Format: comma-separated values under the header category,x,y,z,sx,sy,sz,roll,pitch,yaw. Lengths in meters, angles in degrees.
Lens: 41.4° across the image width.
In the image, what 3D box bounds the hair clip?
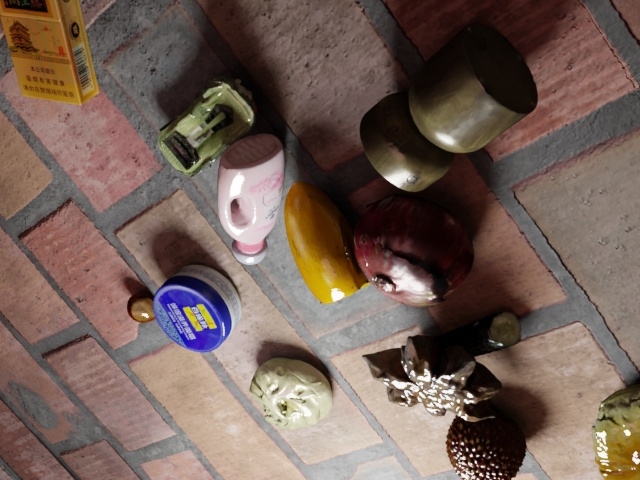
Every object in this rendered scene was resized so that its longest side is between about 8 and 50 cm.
category,x,y,z,sx,sy,sz,roll,pitch,yaw
hair clip,-0.224,-0.246,1.763,0.138,0.091,0.321,47,143,-12

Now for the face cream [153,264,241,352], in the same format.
category,x,y,z,sx,sy,sz,roll,pitch,yaw
face cream,-0.298,0.163,2.080,0.206,0.111,0.206,15,128,20

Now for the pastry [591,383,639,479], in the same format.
category,x,y,z,sx,sy,sz,roll,pitch,yaw
pastry,0.696,0.416,1.667,0.329,0.136,0.330,16,127,22

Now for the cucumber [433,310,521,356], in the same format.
category,x,y,z,sx,sy,sz,roll,pitch,yaw
cucumber,0.309,0.215,1.791,0.241,0.074,0.074,-27,106,42

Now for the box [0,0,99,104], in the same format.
category,x,y,z,sx,sy,sz,roll,pitch,yaw
box,-0.597,-0.443,1.843,0.174,0.076,0.274,11,127,22

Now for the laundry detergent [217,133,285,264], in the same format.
category,x,y,z,sx,sy,sz,roll,pitch,yaw
laundry detergent,-0.149,-0.074,1.799,0.088,0.159,0.335,49,151,28

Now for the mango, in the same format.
category,x,y,z,sx,sy,sz,roll,pitch,yaw
mango,0.000,0.000,1.759,0.138,0.187,0.257,-26,87,3

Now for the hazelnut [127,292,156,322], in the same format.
category,x,y,z,sx,sy,sz,roll,pitch,yaw
hazelnut,-0.468,0.178,2.216,0.086,0.086,0.086,15,128,20

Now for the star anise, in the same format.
category,x,y,z,sx,sy,sz,roll,pitch,yaw
star anise,0.230,0.283,1.770,0.315,0.108,0.315,16,152,9

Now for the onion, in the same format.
category,x,y,z,sx,sy,sz,roll,pitch,yaw
onion,0.174,0.026,1.655,0.246,0.190,0.246,27,149,17

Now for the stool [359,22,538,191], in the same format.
category,x,y,z,sx,sy,sz,roll,pitch,yaw
stool,0.217,-0.224,1.459,0.179,0.179,0.264,46,132,-7

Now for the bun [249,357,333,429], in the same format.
category,x,y,z,sx,sy,sz,roll,pitch,yaw
bun,-0.083,0.393,2.116,0.210,0.116,0.237,39,132,0

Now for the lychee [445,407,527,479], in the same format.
category,x,y,z,sx,sy,sz,roll,pitch,yaw
lychee,0.362,0.461,1.869,0.188,0.188,0.188,15,128,20
